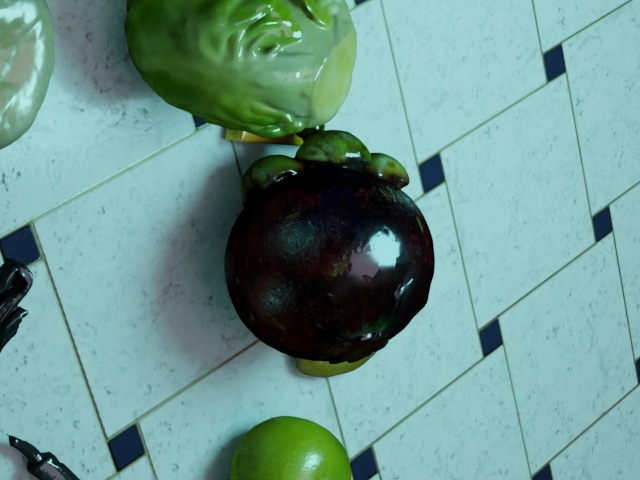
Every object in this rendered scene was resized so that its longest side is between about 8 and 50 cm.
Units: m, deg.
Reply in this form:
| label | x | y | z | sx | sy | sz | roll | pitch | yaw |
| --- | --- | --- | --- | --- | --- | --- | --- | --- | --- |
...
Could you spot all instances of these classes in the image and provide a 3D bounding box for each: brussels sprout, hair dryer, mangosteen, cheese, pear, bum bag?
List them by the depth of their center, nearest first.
| label | x | y | z | sx | sy | sz | roll | pitch | yaw |
| --- | --- | --- | --- | --- | --- | --- | --- | --- | --- |
| cheese | -0.399 | -0.201 | 1.716 | 0.235 | 0.117 | 0.218 | -34 | 123 | -30 |
| bum bag | -0.410 | 0.135 | 1.781 | 0.060 | 0.123 | 0.248 | 31 | 77 | -20 |
| brussels sprout | -0.095 | -0.264 | 1.893 | 0.259 | 0.294 | 0.227 | -51 | 164 | -41 |
| hair dryer | -0.347 | 0.356 | 1.938 | 0.235 | 0.091 | 0.271 | -36 | 110 | -21 |
| mangosteen | 0.009 | 0.014 | 2.043 | 0.311 | 0.311 | 0.311 | -11 | 107 | -42 |
| pear | -0.052 | 0.351 | 2.124 | 0.216 | 0.166 | 0.180 | -56 | 150 | -42 |

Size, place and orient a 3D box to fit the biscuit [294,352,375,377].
| label | x | y | z | sx | sy | sz | roll | pitch | yaw |
| --- | --- | --- | --- | --- | --- | --- | --- | --- | --- |
| biscuit | 0.047 | 0.099 | 2.258 | 0.260 | 0.041 | 0.203 | -50 | 129 | -26 |

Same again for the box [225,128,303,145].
| label | x | y | z | sx | sy | sz | roll | pitch | yaw |
| --- | --- | --- | --- | --- | --- | --- | --- | --- | --- |
| box | -0.050 | -0.266 | 2.085 | 0.152 | 0.043 | 0.269 | 0 | 98 | -42 |
